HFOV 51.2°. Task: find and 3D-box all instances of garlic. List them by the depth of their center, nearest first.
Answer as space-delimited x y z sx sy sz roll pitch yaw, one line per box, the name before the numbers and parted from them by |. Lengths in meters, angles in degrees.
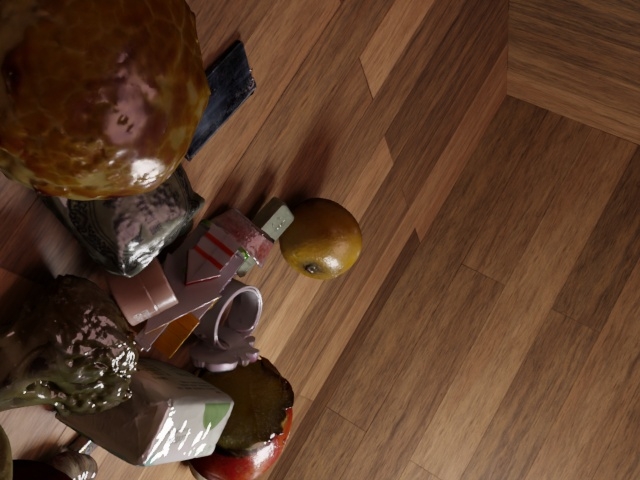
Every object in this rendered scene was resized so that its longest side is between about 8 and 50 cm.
garlic | -0.610 0.558 1.573 0.159 0.102 0.147 -26 153 -39

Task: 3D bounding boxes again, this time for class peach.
peach | -0.239 0.521 1.943 0.416 0.338 0.354 125 -43 -82

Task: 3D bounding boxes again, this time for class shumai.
shumai | -0.514 0.240 1.259 0.283 0.217 0.346 -36 149 -49

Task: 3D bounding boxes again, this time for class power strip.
power strip | -0.193 0.009 1.866 0.288 0.053 0.093 -50 148 -11

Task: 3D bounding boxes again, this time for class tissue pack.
tissue pack | -0.410 0.408 1.616 0.194 0.266 0.356 -66 159 -6
tissue pack | -0.578 0.502 1.661 0.083 0.035 0.063 -48 154 -31

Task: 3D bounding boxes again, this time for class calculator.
calculator | -0.237 -0.314 1.493 0.262 0.021 0.161 -52 156 -25

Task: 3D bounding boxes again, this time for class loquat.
loquat | 0.000 0.000 2.066 0.263 0.263 0.263 -48 154 -33

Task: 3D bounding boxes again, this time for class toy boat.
toy boat | -0.267 0.061 1.751 0.282 0.096 0.206 -49 124 3

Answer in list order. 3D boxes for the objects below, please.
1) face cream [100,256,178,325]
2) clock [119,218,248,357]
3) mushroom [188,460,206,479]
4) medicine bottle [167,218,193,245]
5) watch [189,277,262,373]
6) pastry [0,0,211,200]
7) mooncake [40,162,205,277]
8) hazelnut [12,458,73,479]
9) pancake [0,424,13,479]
face cream | -0.367 0.085 1.356 0.104 0.149 0.149 -27 148 -12
clock | -0.330 0.124 1.537 0.310 0.166 0.235 -53 -176 -23
mushroom | -0.327 0.734 2.249 0.207 0.215 0.208 -39 140 -42
medicine bottle | -0.365 -0.041 1.441 0.121 0.083 0.229 -63 159 12
watch | -0.261 0.229 1.860 0.244 0.196 0.232 -18 125 -56
pastry | -0.330 -0.234 0.980 0.388 0.312 0.389 -47 152 -35
mooncake | -0.354 -0.085 1.238 0.250 0.136 0.254 -46 124 -26
hazelnut | -0.614 0.650 1.283 0.402 0.401 0.429 83 28 -55
pancake | -0.651 0.406 1.124 0.049 0.295 0.294 -33 179 38
